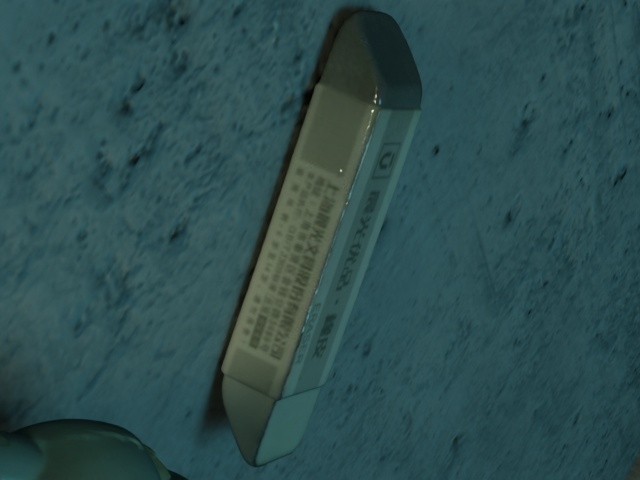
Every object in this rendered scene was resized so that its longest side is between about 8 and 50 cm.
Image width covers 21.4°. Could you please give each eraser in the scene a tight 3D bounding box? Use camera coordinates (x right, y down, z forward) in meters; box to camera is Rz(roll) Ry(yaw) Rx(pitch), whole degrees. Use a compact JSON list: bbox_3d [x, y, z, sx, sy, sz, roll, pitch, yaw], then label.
[{"bbox_3d":[0.000,0.000,1.285,0.089,0.061,0.352,-8,120,-62],"label":"eraser"}]

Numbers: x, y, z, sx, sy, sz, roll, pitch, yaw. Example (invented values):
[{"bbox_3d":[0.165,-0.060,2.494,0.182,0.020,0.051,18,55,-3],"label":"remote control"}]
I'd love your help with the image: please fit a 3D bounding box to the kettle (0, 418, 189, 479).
[{"bbox_3d":[-0.199,0.260,0.947,0.319,0.247,0.342,19,87,-41],"label":"kettle"}]
